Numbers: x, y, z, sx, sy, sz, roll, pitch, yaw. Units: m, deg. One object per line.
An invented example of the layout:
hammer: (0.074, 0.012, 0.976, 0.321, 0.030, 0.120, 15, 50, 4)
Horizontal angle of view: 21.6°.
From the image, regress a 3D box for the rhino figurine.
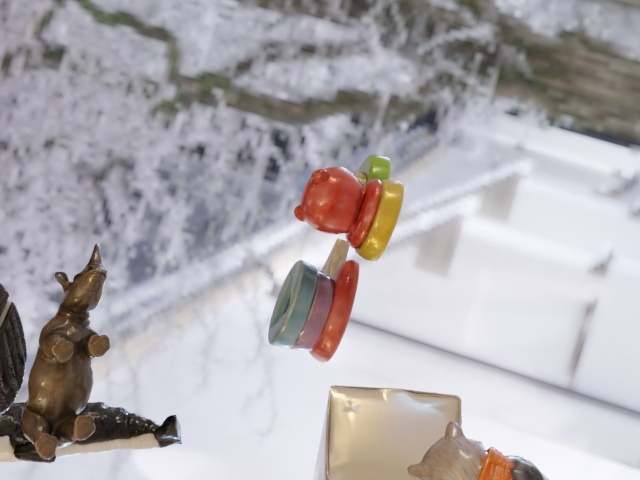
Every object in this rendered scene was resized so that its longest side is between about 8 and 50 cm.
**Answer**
rhino figurine: (-0.277, 0.120, 1.854, 0.106, 0.073, 0.243, 172, 110, -67)

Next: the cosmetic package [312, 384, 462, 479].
cosmetic package: (0.064, 0.303, 1.899, 0.296, 0.153, 0.129, 97, 177, -49)

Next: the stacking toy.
stacking toy: (0.000, 0.000, 2.437, 0.279, 0.130, 0.309, -91, 23, -65)

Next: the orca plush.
orca plush: (-0.319, 0.217, 2.094, 0.151, 0.287, 0.102, -19, -74, -79)

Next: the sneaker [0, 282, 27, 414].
sneaker: (-0.374, 0.043, 1.409, 0.281, 0.163, 0.106, 59, -137, -39)

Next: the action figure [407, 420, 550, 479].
action figure: (0.239, 0.289, 1.688, 0.178, 0.330, 0.341, -52, 9, 23)
